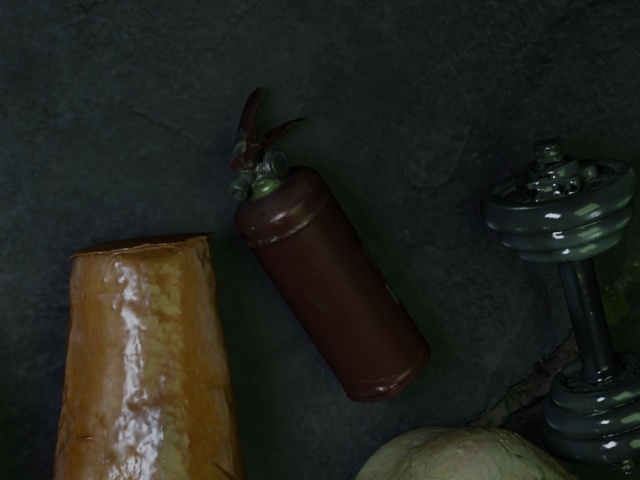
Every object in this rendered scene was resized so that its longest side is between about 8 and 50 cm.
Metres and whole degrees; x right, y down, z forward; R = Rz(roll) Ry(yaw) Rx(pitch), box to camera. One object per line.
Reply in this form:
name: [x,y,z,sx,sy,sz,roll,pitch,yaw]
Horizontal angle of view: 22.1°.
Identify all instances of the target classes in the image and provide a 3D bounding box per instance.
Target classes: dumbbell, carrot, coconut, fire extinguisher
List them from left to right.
carrot: [-0.166,0.124,1.560,0.196,0.196,0.254,-6,96,-32]
fire extinguisher: [0.000,0.000,1.707,0.337,0.106,0.147,58,41,-23]
coconut: [0.167,0.345,1.754,0.297,0.255,0.297,-4,98,-34]
dumbbell: [0.301,0.078,1.852,0.179,0.179,0.406,-24,107,-28]
